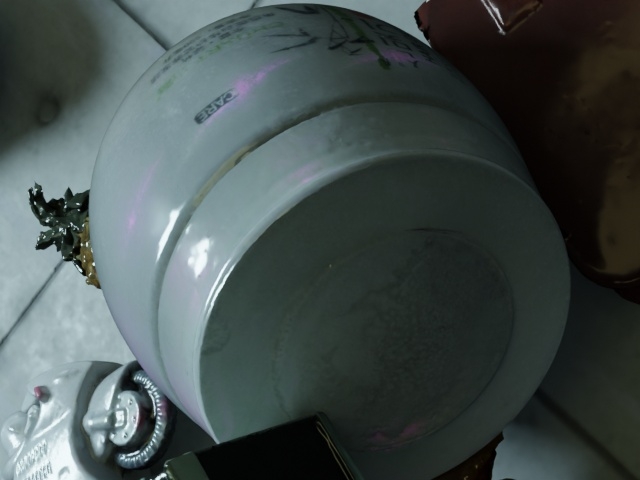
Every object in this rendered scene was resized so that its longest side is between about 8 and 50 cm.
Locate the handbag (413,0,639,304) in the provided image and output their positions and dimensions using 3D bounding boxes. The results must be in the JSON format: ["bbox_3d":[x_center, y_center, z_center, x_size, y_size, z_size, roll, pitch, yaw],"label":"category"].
[{"bbox_3d":[0.222,-0.127,0.896,0.260,0.084,0.275,-39,64,20],"label":"handbag"}]

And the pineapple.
[{"bbox_3d":[-0.159,0.000,1.072,0.197,0.108,0.108,15,88,42],"label":"pineapple"}]

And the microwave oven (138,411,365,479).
[{"bbox_3d":[-0.036,0.271,0.671,0.237,0.181,0.295,-37,77,22],"label":"microwave oven"}]

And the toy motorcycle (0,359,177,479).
[{"bbox_3d":[-0.199,0.189,1.055,0.171,0.110,0.260,44,110,44],"label":"toy motorcycle"}]

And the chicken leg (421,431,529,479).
[{"bbox_3d":[0.050,0.258,0.840,0.409,0.182,0.295,-3,70,16],"label":"chicken leg"}]

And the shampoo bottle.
[{"bbox_3d":[0.000,0.000,0.858,0.273,0.273,0.266,-54,33,10],"label":"shampoo bottle"}]
